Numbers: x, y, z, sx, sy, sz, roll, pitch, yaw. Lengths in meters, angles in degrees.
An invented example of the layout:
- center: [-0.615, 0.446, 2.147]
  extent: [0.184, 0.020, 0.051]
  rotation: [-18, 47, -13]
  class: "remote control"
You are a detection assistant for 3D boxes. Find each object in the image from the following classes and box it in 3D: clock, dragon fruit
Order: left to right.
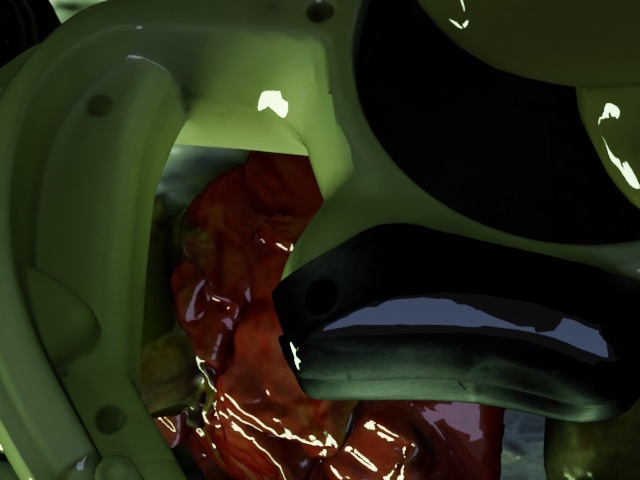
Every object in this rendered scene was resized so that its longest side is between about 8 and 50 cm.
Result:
- center: [-0.015, 0.083, 0.765]
  extent: [0.205, 0.152, 0.317]
  rotation: [-1, 146, 0]
  class: "dragon fruit"
- center: [0.000, 0.000, 0.541]
  extent: [0.378, 0.277, 0.120]
  rotation: [-8, 151, 4]
  class: "clock"

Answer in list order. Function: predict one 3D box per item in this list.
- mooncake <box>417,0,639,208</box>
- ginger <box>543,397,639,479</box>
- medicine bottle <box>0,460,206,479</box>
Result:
- center: [0.194, -0.133, 0.346]
  extent: [0.378, 0.201, 0.378]
  rotation: [12, 153, 6]
  class: "mooncake"
- center: [0.230, 0.144, 0.828]
  extent: [0.176, 0.256, 0.375]
  rotation: [5, 175, 45]
  class: "ginger"
- center: [-0.131, 0.255, 0.930]
  extent: [0.231, 0.238, 0.238]
  rotation: [5, 145, -11]
  class: "medicine bottle"
